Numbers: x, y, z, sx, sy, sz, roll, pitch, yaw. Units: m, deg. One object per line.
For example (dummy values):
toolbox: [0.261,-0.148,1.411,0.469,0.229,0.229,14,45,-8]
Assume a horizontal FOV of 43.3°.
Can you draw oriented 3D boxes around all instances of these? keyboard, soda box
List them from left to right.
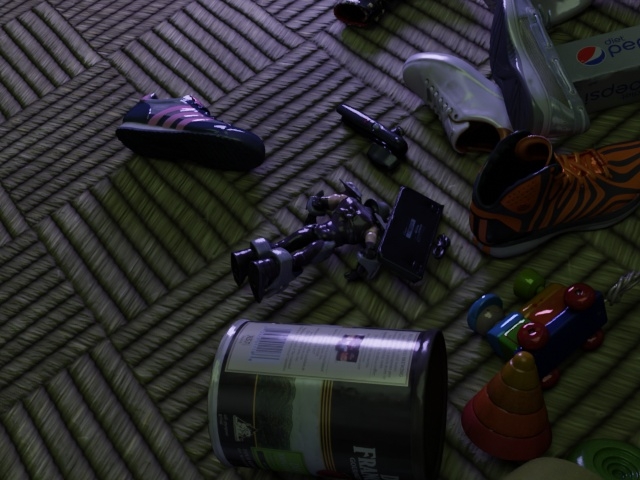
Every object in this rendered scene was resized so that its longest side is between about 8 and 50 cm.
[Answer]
keyboard: [0.153,-0.006,1.273,0.108,0.023,0.180,28,47,-3]
soda box: [0.511,-0.295,1.377,0.286,0.091,0.098,-14,53,6]

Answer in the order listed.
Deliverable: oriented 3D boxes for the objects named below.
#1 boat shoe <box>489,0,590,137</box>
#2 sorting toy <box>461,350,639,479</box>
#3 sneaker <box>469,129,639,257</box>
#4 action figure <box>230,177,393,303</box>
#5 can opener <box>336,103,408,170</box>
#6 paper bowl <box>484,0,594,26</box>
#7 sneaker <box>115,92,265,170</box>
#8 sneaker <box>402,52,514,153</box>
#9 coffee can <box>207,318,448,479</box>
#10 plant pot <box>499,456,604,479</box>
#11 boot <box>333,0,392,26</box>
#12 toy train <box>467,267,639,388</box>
boat shoe: [0.346,-0.290,1.310,0.103,0.118,0.320,-2,52,-5]
sorting toy: [0.347,0.240,0.974,0.365,0.126,0.127,25,36,30]
sneaker: [0.373,-0.098,1.210,0.321,0.180,0.125,-27,52,-5]
action figure: [0.000,0.000,1.298,0.285,0.099,0.185,-24,43,-21]
can opener: [0.089,-0.197,1.443,0.073,0.059,0.186,-36,53,-12]
paper bowl: [0.405,-0.543,1.472,0.284,0.284,0.148,-20,51,0]
sneaker: [-0.231,-0.219,1.515,0.319,0.112,0.131,13,61,22]
sneaker: [0.234,-0.231,1.397,0.123,0.106,0.290,-42,56,-20]
coffee can: [0.017,0.210,1.064,0.275,0.201,0.202,2,54,17]
plant pot: [0.215,0.386,0.864,0.274,0.275,0.293,22,45,28]
boot: [0.155,-0.509,1.646,0.236,0.085,0.179,16,61,33]
toy train: [0.338,0.082,1.145,0.248,0.105,0.143,-37,40,-13]
